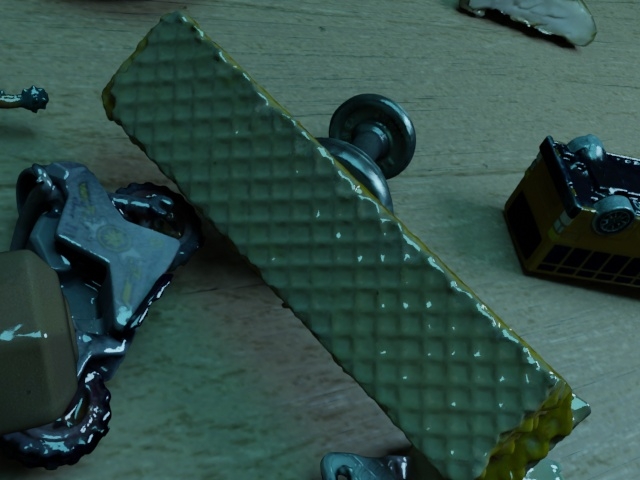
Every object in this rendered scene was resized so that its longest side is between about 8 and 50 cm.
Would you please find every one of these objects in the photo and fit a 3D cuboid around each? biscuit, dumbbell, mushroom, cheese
[{"bbox_3d":[0.000,0.000,0.549,0.379,0.094,0.054,46,6,17],"label":"biscuit"},{"bbox_3d":[0.027,-0.063,0.692,0.110,0.110,0.254,33,35,0],"label":"dumbbell"},{"bbox_3d":[0.272,-0.315,1.115,0.209,0.072,0.094,12,36,-23],"label":"mushroom"},{"bbox_3d":[-0.225,0.061,0.373,0.230,0.092,0.082,-10,91,-18],"label":"dumbbell"},{"bbox_3d":[0.081,0.152,0.551,0.171,0.047,0.092,24,41,-10],"label":"cheese"}]

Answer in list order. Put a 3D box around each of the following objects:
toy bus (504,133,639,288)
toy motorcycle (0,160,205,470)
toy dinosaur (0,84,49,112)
[{"bbox_3d":[0.285,-0.016,0.796,0.201,0.114,0.098,9,45,-19],"label":"toy bus"},{"bbox_3d":[-0.149,0.025,0.506,0.122,0.080,0.215,28,44,-8],"label":"toy motorcycle"},{"bbox_3d":[-0.264,-0.104,0.581,0.154,0.049,0.055,7,43,-20],"label":"toy dinosaur"}]
